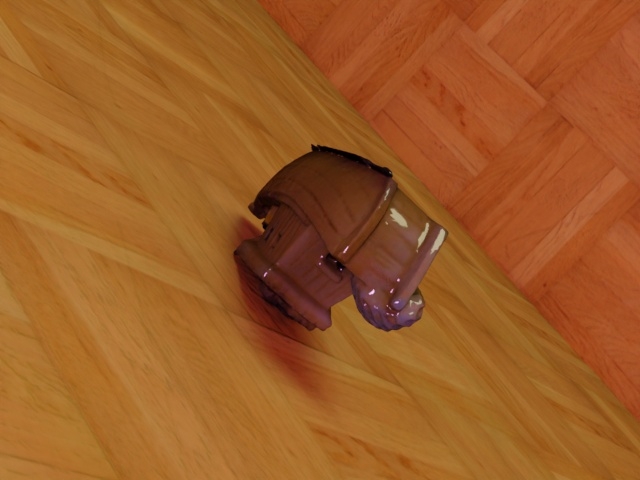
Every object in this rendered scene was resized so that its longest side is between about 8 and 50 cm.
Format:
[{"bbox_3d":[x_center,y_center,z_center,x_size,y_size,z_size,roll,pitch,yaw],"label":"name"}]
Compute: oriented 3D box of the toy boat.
[{"bbox_3d":[0.000,0.000,1.036,0.089,0.121,0.321,40,-3,-18],"label":"toy boat"}]
